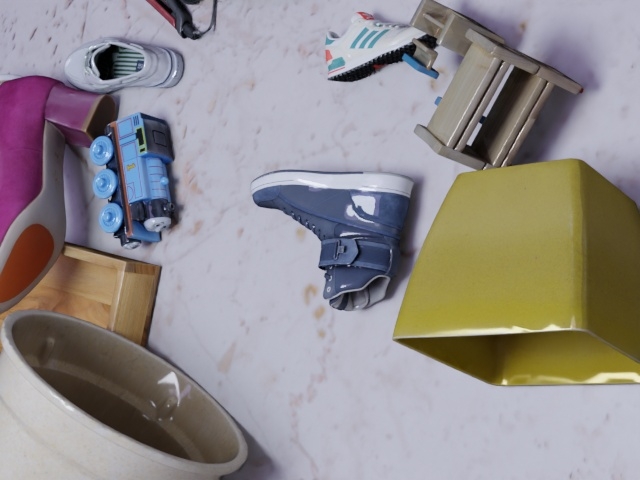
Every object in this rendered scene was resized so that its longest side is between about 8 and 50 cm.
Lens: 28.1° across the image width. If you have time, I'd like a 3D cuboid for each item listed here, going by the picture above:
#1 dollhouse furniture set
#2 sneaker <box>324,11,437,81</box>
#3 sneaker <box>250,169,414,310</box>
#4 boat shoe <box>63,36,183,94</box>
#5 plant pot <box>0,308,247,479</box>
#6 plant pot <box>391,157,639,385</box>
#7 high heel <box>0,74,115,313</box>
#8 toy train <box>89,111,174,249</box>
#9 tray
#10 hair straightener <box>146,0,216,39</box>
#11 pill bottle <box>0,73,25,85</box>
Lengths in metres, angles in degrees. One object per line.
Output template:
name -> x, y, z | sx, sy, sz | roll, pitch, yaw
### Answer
dollhouse furniture set -> 0.172, -0.166, 1.419 | 0.129, 0.129, 0.183 | -62, 30, 15
sneaker -> 0.068, -0.246, 1.531 | 0.161, 0.057, 0.075 | -18, 79, 38
sneaker -> -0.001, 0.000, 1.536 | 0.226, 0.086, 0.163 | 3, 84, 37
boat shoe -> -0.297, -0.254, 1.802 | 0.226, 0.076, 0.083 | 1, 85, 38
plant pot -> -0.309, 0.301, 1.558 | 0.334, 0.334, 0.305 | 37, 100, 35
plant pot -> 0.223, 0.033, 1.297 | 0.212, 0.212, 0.187 | -7, 68, 37
high heel -> -0.436, -0.065, 1.774 | 0.181, 0.127, 0.377 | 11, 58, 21
toy train -> -0.253, -0.082, 1.749 | 0.105, 0.080, 0.184 | -18, 73, 29
tray -> -0.414, 0.096, 1.855 | 0.411, 0.076, 0.202 | 13, 92, 39
hair straightener -> -0.216, -0.361, 1.771 | 0.230, 0.047, 0.089 | 49, 114, 31
pill bottle -> -0.463, -0.154, 1.907 | 0.094, 0.094, 0.169 | -24, 70, 33
